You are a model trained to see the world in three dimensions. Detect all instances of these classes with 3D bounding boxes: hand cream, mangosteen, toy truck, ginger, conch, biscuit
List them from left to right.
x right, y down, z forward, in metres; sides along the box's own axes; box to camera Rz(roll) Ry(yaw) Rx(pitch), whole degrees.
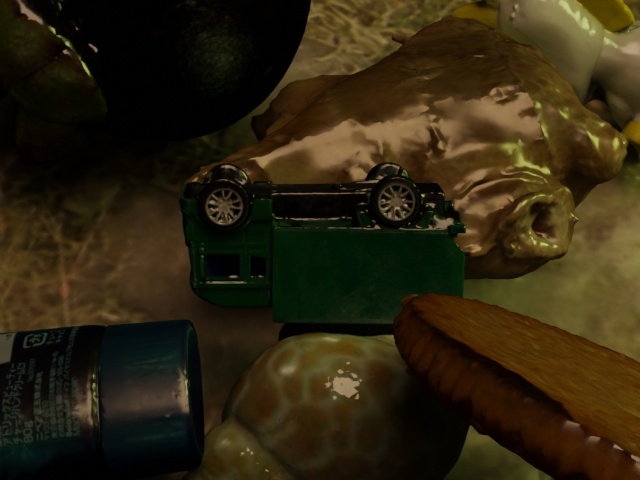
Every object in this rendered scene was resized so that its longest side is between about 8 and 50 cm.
[{"bbox_3d":[-0.194,0.090,0.820,0.271,0.061,0.120,-6,46,1],"label":"hand cream"},{"bbox_3d":[-0.117,-0.154,0.998,0.243,0.243,0.243,7,44,-6],"label":"mangosteen"},{"bbox_3d":[0.000,0.000,0.868,0.147,0.079,0.065,2,10,-2],"label":"toy truck"},{"bbox_3d":[0.018,0.091,0.860,0.116,0.106,0.173,26,32,20],"label":"conch"},{"bbox_3d":[0.043,-0.037,0.977,0.270,0.123,0.219,-31,43,-28],"label":"ginger"},{"bbox_3d":[0.170,0.102,0.749,0.305,0.038,0.305,24,7,-3],"label":"biscuit"}]

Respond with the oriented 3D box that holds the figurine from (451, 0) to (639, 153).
[{"bbox_3d":[0.171,-0.124,1.087,0.178,0.129,0.109,13,47,0],"label":"figurine"}]
